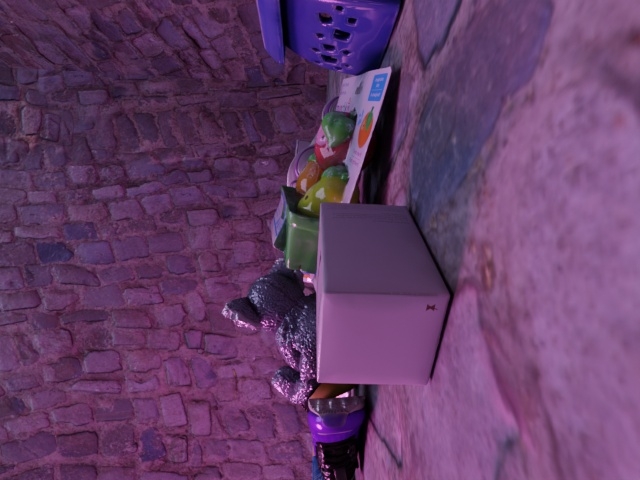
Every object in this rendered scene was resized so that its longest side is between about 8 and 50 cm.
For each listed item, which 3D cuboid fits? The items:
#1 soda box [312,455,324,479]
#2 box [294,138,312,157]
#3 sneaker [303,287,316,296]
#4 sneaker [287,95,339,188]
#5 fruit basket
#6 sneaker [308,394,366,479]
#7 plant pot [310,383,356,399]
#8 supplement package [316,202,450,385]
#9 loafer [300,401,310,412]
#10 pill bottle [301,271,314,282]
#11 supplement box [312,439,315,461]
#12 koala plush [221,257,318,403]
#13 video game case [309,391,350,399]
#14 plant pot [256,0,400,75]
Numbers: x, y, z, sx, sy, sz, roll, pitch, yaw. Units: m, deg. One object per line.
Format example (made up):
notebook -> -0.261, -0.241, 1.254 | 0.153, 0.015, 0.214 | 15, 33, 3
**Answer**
soda box -> 0.021, 0.594, 0.887 | 0.210, 0.067, 0.071 | -92, -12, -56
box -> -0.003, -0.217, 1.383 | 0.290, 0.169, 0.087 | 93, -179, -64
sneaker -> 0.025, 0.249, 1.224 | 0.226, 0.086, 0.163 | 64, -166, 20
sneaker -> 0.020, -0.207, 1.009 | 0.305, 0.114, 0.152 | -61, -13, -16
fruit basket -> 0.013, -0.126, 0.735 | 0.327, 0.166, 0.352 | -114, 33, -69
sneaker -> 0.034, 0.366, 0.732 | 0.293, 0.102, 0.146 | 86, 180, -65
plant pot -> 0.028, 0.279, 0.867 | 0.134, 0.095, 0.134 | -178, 90, -87
supplement package -> 0.049, 0.043, 0.414 | 0.179, 0.105, 0.105 | -92, 5, -62
loafer -> -0.006, 0.493, 1.230 | 0.078, 0.080, 0.220 | -76, -27, -53
pill bottle -> -0.006, 0.000, 1.396 | 0.152, 0.153, 0.271 | -95, 8, -75
supplement box -> -0.006, 0.878, 1.672 | 0.083, 0.056, 0.083 | 95, 176, -56
koala plush -> -0.047, 0.139, 0.731 | 0.196, 0.221, 0.203 | -40, -19, -30
video game case -> 0.019, 0.381, 0.976 | 0.011, 0.122, 0.087 | -11, -71, -48
plant pot -> 0.008, -0.427, 0.655 | 0.236, 0.212, 0.235 | 133, 138, -87
